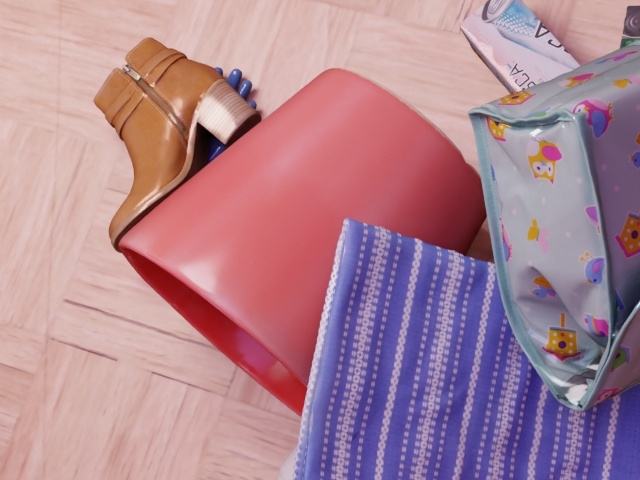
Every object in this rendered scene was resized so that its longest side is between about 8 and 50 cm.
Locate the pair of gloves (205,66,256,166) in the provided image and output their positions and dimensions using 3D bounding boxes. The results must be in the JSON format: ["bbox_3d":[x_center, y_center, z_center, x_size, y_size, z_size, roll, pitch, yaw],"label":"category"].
[{"bbox_3d":[-0.083,-0.077,1.591,0.198,0.023,0.159,31,85,24],"label":"pair of gloves"}]

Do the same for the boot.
[{"bbox_3d":[-0.170,-0.094,1.575,0.152,0.073,0.197,37,76,22],"label":"boot"}]

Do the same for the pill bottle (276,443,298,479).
[{"bbox_3d":[-0.052,0.324,1.386,0.169,0.169,0.301,35,87,23],"label":"pill bottle"}]

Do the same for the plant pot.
[{"bbox_3d":[0.000,0.000,1.428,0.275,0.275,0.243,35,79,23],"label":"plant pot"}]

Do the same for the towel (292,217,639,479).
[{"bbox_3d":[0.144,0.140,1.333,0.040,0.336,0.243,-14,62,61],"label":"towel"}]

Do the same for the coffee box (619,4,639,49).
[{"bbox_3d":[0.358,-0.166,1.442,0.184,0.040,0.113,2,42,18],"label":"coffee box"}]

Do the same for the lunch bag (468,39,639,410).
[{"bbox_3d":[0.259,-0.013,1.324,0.160,0.223,0.262,4,112,53],"label":"lunch bag"}]

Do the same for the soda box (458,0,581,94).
[{"bbox_3d":[0.208,-0.145,1.500,0.063,0.058,0.183,-39,68,4],"label":"soda box"}]
